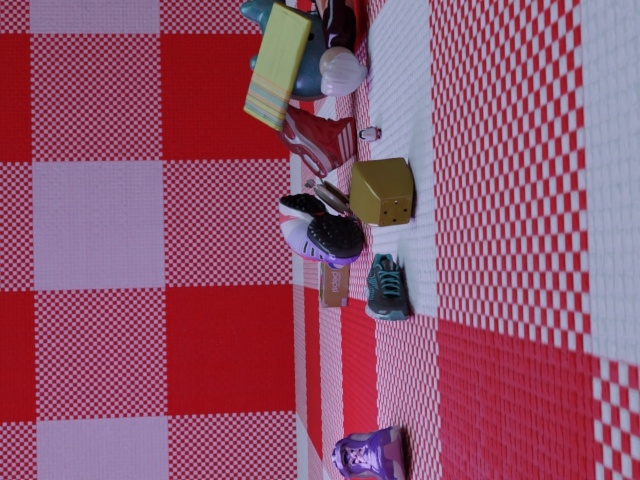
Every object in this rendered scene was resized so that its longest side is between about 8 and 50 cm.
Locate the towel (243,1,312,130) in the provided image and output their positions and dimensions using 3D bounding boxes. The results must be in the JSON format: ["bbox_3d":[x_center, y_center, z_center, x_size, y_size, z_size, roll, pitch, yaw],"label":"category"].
[{"bbox_3d":[-0.083,-0.342,1.830,0.021,0.102,0.237,-21,-42,-51],"label":"towel"}]

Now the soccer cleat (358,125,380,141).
[{"bbox_3d":[0.081,-0.184,1.607,0.083,0.036,0.029,-133,42,-81],"label":"soccer cleat"}]

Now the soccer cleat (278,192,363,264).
[{"bbox_3d":[0.000,0.000,1.882,0.318,0.109,0.116,-140,47,-58],"label":"soccer cleat"}]

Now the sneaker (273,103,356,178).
[{"bbox_3d":[-0.009,-0.231,1.903,0.221,0.128,0.087,52,160,21],"label":"sneaker"}]

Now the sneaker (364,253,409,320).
[{"bbox_3d":[0.098,0.068,1.397,0.166,0.065,0.076,-113,26,-70],"label":"sneaker"}]

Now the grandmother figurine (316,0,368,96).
[{"bbox_3d":[0.031,-0.415,1.743,0.208,0.104,0.342,56,-152,-59],"label":"grandmother figurine"}]

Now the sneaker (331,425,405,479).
[{"bbox_3d":[0.073,0.346,1.478,0.236,0.105,0.095,118,152,-76],"label":"sneaker"}]

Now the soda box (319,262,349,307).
[{"bbox_3d":[0.031,0.055,2.027,0.061,0.058,0.181,-106,16,-63],"label":"soda box"}]

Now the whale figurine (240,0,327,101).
[{"bbox_3d":[-0.054,-0.419,1.899,0.272,0.216,0.141,55,167,13],"label":"whale figurine"}]

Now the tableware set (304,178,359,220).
[{"bbox_3d":[0.030,-0.095,1.915,0.039,0.128,0.194,-50,4,-3],"label":"tableware set"}]

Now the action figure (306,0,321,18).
[{"bbox_3d":[-0.024,-0.512,2.070,0.275,0.141,0.164,97,-179,-63],"label":"action figure"}]

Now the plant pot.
[{"bbox_3d":[0.094,-0.062,1.332,0.083,0.081,0.081,-116,24,-51],"label":"plant pot"}]
